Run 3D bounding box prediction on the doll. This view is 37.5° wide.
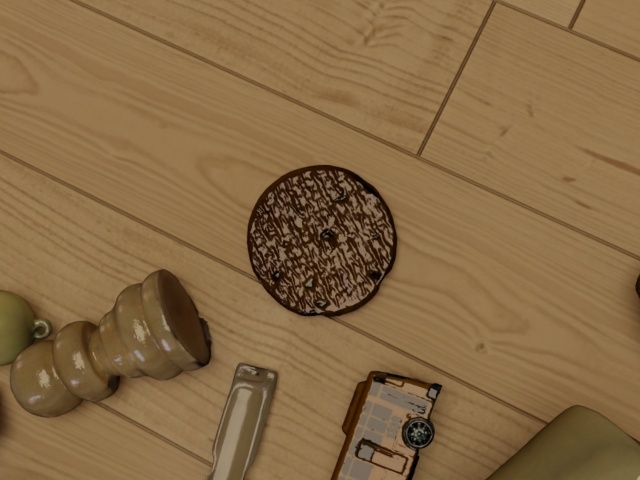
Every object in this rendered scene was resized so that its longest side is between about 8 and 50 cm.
[{"bbox_3d":[-0.518,0.118,1.297,0.296,0.117,0.141,3,88,-6],"label":"doll"}]

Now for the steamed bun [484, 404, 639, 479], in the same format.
[{"bbox_3d":[0.321,0.439,1.042,0.371,0.290,0.456,-42,88,1],"label":"steamed bun"}]

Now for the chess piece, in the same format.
[{"bbox_3d":[-0.288,0.155,1.250,0.260,0.143,0.143,-26,79,7],"label":"chess piece"}]

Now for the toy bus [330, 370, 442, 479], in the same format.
[{"bbox_3d":[0.079,0.264,1.198,0.114,0.098,0.201,19,85,9],"label":"toy bus"}]

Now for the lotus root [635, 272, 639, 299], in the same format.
[{"bbox_3d":[0.516,0.117,1.126,0.291,0.193,0.193,44,88,11],"label":"lotus root"}]

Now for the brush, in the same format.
[{"bbox_3d":[-0.123,0.324,1.243,0.060,0.050,0.321,12,75,12],"label":"brush"}]

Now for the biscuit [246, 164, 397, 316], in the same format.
[{"bbox_3d":[0.000,0.000,1.281,0.212,0.036,0.212,-1,79,7],"label":"biscuit"}]
